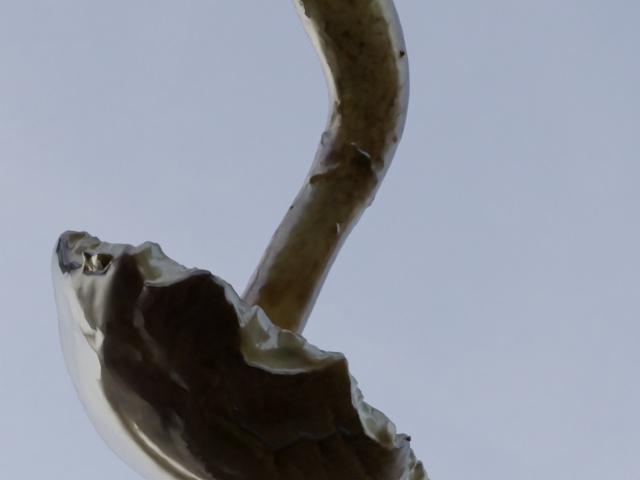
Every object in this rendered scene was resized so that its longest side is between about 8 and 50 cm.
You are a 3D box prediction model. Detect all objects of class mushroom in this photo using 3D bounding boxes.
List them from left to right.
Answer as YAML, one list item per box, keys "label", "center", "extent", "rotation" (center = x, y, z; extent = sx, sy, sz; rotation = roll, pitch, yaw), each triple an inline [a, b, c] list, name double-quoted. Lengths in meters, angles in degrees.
- label: "mushroom"
  center: [-0.006, 0.015, 0.951]
  extent: [0.233, 0.208, 0.301]
  rotation: [33, -75, -6]
